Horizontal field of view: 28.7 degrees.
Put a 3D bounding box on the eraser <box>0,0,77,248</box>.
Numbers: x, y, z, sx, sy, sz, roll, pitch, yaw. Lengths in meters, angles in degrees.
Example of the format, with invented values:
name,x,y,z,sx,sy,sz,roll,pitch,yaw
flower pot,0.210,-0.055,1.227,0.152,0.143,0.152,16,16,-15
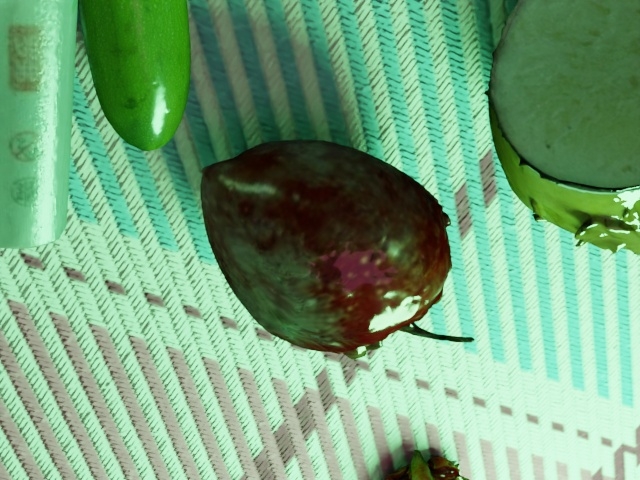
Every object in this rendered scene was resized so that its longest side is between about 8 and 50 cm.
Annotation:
name,x,y,z,sx,sy,sz,roll,pitch,yaw
eraser,-0.275,-0.110,0.942,0.174,0.081,0.227,8,127,-4

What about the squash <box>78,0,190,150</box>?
name,x,y,z,sx,sy,sz,roll,pitch,yaw
squash,-0.143,-0.199,0.931,0.082,0.082,0.292,-11,128,-11

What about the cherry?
name,x,y,z,sx,sy,sz,roll,pitch,yaw
cherry,0.000,0.000,1.077,0.250,0.192,0.175,30,75,-24

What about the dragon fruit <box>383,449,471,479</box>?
name,x,y,z,sx,sy,sz,roll,pitch,yaw
dragon fruit,0.115,0.309,1.413,0.138,0.175,0.142,-25,101,-12

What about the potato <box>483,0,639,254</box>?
name,x,y,z,sx,sy,sz,roll,pitch,yaw
potato,0.283,-0.126,1.063,0.300,0.246,0.196,-31,157,-2
